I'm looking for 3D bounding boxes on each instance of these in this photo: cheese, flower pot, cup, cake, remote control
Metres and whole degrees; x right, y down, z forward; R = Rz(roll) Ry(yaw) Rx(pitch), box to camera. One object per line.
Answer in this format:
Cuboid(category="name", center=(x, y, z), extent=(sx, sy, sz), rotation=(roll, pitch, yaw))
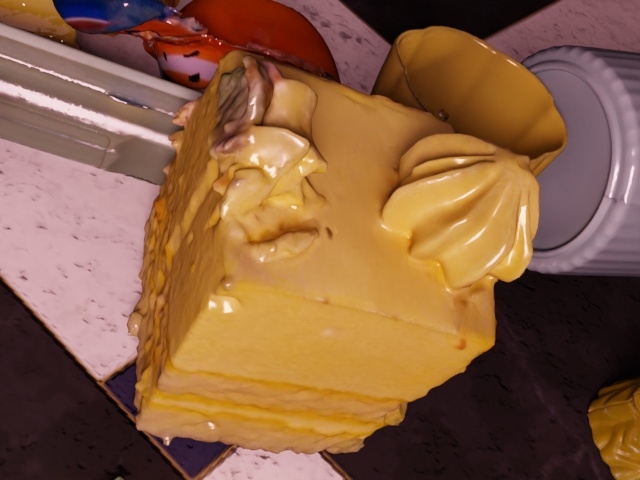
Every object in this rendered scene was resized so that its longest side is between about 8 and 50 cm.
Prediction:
Cuboid(category="cheese", center=(-0.098, -0.172, 0.788), extent=(0.217, 0.129, 0.329), rotation=(12, -2, 34))
Cuboid(category="flower pot", center=(0.121, -0.091, 0.864), extent=(0.195, 0.179, 0.195), rotation=(17, 43, -17))
Cuboid(category="cup", center=(0.355, -0.111, 0.968), extent=(0.311, 0.257, 0.331), rotation=(0, 54, -29))
Cuboid(category="cake", center=(0.000, 0.000, 0.629), extent=(0.227, 0.286, 0.222), rotation=(12, 47, -22))
Cuboid(category="remote control", center=(-0.206, -0.106, 0.723), extent=(0.335, 0.128, 0.065), rotation=(17, 61, -17))

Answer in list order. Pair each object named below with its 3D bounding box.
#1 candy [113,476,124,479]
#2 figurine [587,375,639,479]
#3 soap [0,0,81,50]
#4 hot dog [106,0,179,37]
Cuboid(category="candy", center=(-0.192, 0.203, 0.512), extent=(0.060, 0.060, 0.201), rotation=(43, 37, 11))
Cuboid(category="figurine", center=(0.418, 0.124, 0.745), extent=(0.187, 0.315, 0.168), rotation=(43, 44, 10))
Cuboid(category="soap", center=(-0.336, -0.226, 0.748), extent=(0.233, 0.076, 0.135), rotation=(5, 14, -29))
Cuboid(category="hot dog", center=(-0.218, -0.300, 0.906), extent=(0.115, 0.072, 0.269), rotation=(-13, 44, -9))
